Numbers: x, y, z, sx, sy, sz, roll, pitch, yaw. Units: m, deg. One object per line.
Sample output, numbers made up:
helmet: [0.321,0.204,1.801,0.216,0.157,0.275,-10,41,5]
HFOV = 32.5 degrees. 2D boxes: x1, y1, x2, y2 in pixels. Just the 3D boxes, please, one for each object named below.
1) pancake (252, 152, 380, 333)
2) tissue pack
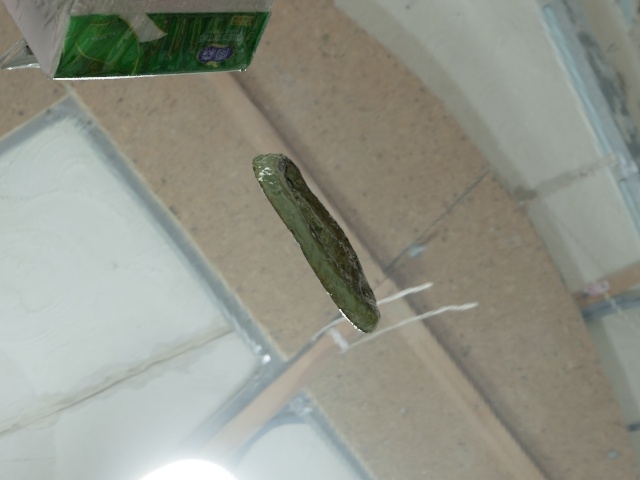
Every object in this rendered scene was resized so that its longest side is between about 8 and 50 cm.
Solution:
pancake: [-0.001,-0.001,0.541,0.017,0.108,0.108,-33,-88,6]
tissue pack: [-0.174,-0.209,0.985,0.209,0.156,0.148,-10,-130,-41]
